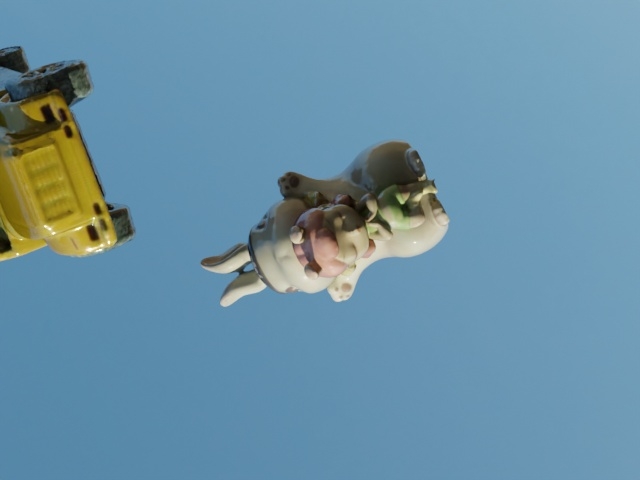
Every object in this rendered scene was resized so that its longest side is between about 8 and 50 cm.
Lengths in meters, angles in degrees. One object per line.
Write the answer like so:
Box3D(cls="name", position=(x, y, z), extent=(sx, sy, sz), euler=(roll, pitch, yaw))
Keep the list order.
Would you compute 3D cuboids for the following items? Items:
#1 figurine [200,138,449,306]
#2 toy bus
Box3D(cls="figurine", position=(-0.004, -0.009, 0.779), extent=(0.098, 0.146, 0.081), euler=(73, 173, -73))
Box3D(cls="toy bus", position=(-0.236, -0.062, 0.935), extent=(0.123, 0.335, 0.121), euler=(-22, -71, -18))
